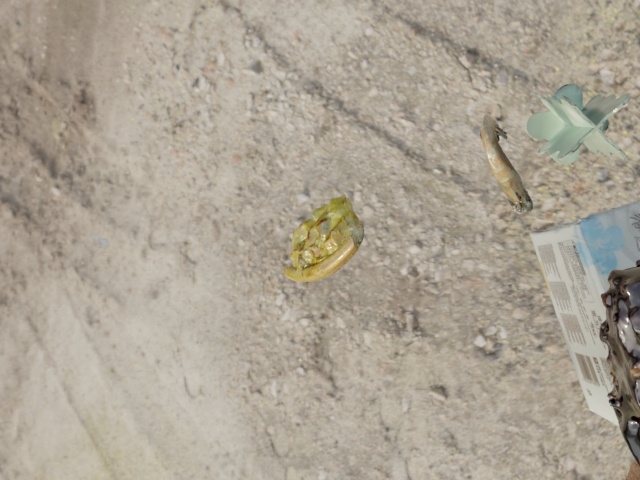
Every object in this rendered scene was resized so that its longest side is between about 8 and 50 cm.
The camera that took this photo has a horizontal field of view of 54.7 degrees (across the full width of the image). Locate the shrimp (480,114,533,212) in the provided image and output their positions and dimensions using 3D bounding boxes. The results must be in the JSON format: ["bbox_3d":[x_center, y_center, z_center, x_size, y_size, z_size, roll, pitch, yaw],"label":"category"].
[{"bbox_3d":[0.360,-0.151,1.217,0.046,0.219,0.152,-23,35,26],"label":"shrimp"}]

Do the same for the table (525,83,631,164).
[{"bbox_3d":[0.506,-0.223,1.201,0.167,0.198,0.166,1,102,5],"label":"table"}]

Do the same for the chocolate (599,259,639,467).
[{"bbox_3d":[0.270,0.077,0.481,0.156,0.156,0.133,-37,106,28],"label":"chocolate"}]

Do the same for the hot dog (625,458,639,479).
[{"bbox_3d":[0.571,0.426,0.995,0.160,0.099,0.226,29,134,27],"label":"hot dog"}]

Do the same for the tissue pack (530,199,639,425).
[{"bbox_3d":[0.352,0.073,0.680,0.145,0.159,0.229,-19,85,-1],"label":"tissue pack"}]

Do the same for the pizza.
[{"bbox_3d":[-0.001,0.000,0.751,0.160,0.036,0.099,-24,56,53],"label":"pizza"}]
